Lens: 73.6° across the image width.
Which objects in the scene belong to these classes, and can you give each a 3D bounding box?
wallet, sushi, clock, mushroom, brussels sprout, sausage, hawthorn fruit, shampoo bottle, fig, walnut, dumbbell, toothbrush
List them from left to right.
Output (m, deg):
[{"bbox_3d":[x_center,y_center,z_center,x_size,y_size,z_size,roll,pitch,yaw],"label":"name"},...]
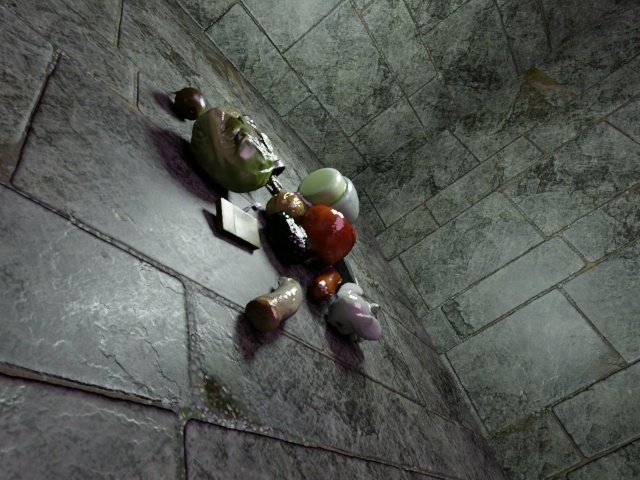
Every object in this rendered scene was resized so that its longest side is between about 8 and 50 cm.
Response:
[{"bbox_3d":[-0.536,-0.567,1.724,0.124,0.124,0.236,41,7,-43],"label":"fig"},{"bbox_3d":[-0.316,-0.326,1.585,0.328,0.247,0.328,54,12,-17],"label":"brussels sprout"},{"bbox_3d":[-0.281,-0.111,1.628,0.029,0.024,0.354,51,14,-6],"label":"toothbrush"},{"bbox_3d":[-0.303,-0.383,1.871,0.388,0.185,0.185,55,14,1],"label":"dumbbell"},{"bbox_3d":[-0.126,0.186,1.304,0.123,0.095,0.351,37,12,3],"label":"mushroom"},{"bbox_3d":[-0.155,-0.133,1.840,0.155,0.155,0.184,55,18,4],"label":"walnut"},{"bbox_3d":[-0.128,-0.010,1.686,0.225,0.124,0.127,60,14,19],"label":"sushi"},{"bbox_3d":[-0.075,-0.118,2.133,0.255,0.137,0.031,49,-17,-21],"label":"wallet"},{"bbox_3d":[0.000,0.000,1.879,0.276,0.276,0.307,52,48,-11],"label":"hawthorn fruit"},{"bbox_3d":[0.023,0.182,1.795,0.102,0.102,0.330,55,14,2],"label":"sausage"},{"bbox_3d":[0.044,-0.203,2.315,0.317,0.323,0.322,58,8,-39],"label":"shampoo bottle"},{"bbox_3d":[0.115,0.137,2.138,0.312,0.062,0.312,-24,90,-84],"label":"clock"}]

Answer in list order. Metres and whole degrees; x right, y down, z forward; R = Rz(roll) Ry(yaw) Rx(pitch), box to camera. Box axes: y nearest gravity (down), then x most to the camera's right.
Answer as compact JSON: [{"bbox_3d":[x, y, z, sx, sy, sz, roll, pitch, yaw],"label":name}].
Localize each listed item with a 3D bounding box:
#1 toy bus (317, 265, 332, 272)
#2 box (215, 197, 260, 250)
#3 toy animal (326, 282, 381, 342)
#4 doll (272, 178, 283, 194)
[{"bbox_3d":[0.009,0.098,2.020,0.075,0.060,0.123,43,16,-34],"label":"toy bus"},{"bbox_3d":[-0.276,-0.052,1.438,0.193,0.030,0.121,35,38,-55],"label":"box"},{"bbox_3d":[0.147,0.305,1.746,0.249,0.174,0.289,54,13,1],"label":"toy animal"},{"bbox_3d":[-0.287,-0.364,2.088,0.286,0.091,0.202,30,59,-35],"label":"doll"}]
